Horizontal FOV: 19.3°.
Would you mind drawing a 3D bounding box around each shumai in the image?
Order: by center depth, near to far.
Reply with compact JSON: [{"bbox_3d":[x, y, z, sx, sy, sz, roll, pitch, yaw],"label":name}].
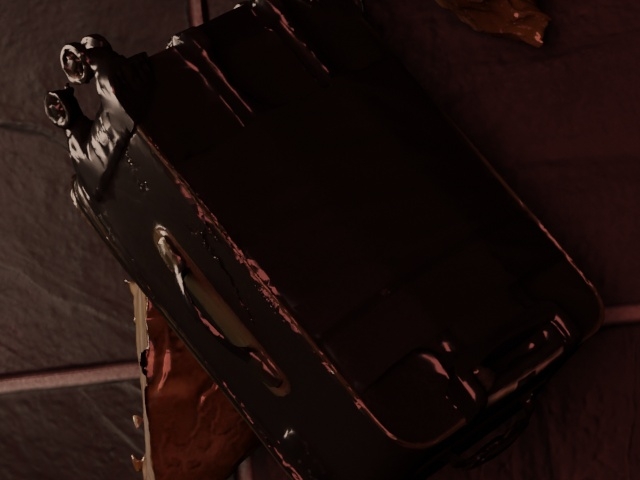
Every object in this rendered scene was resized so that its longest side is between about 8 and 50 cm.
[{"bbox_3d":[0.141,-0.228,1.549,0.139,0.105,0.123,11,51,16],"label":"shumai"}]

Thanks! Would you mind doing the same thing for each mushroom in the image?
[{"bbox_3d":[-0.088,0.085,1.598,0.151,0.156,0.286,-2,86,-9],"label":"mushroom"}]

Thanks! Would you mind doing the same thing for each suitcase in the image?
[{"bbox_3d":[0.000,0.000,1.470,0.434,0.283,0.194,49,142,14],"label":"suitcase"}]

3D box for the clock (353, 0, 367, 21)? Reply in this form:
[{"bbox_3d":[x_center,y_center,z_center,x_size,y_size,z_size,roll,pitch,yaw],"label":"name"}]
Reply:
[{"bbox_3d":[0.000,-0.191,1.623,0.085,0.017,0.085,-1,88,19],"label":"clock"}]
